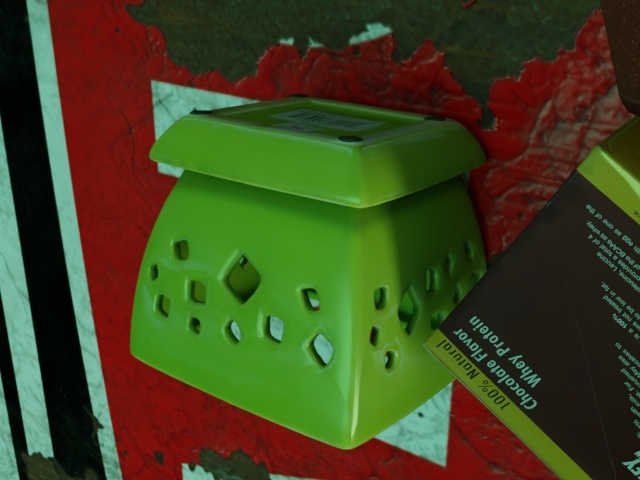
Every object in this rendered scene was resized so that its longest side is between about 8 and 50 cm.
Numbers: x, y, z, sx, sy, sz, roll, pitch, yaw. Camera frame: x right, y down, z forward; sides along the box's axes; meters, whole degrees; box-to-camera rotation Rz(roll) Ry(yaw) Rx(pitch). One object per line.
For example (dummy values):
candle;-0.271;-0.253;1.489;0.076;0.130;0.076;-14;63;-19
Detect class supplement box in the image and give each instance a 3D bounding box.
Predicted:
supplement box;0.211;0.052;0.548;0.191;0.129;0.194;44;130;13

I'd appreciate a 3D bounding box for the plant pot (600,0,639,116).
plant pot;0.270;-0.175;0.386;0.235;0.267;0.267;-1;109;50

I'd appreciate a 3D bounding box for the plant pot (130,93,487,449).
plant pot;0.000;0.000;0.683;0.228;0.227;0.207;14;111;33
